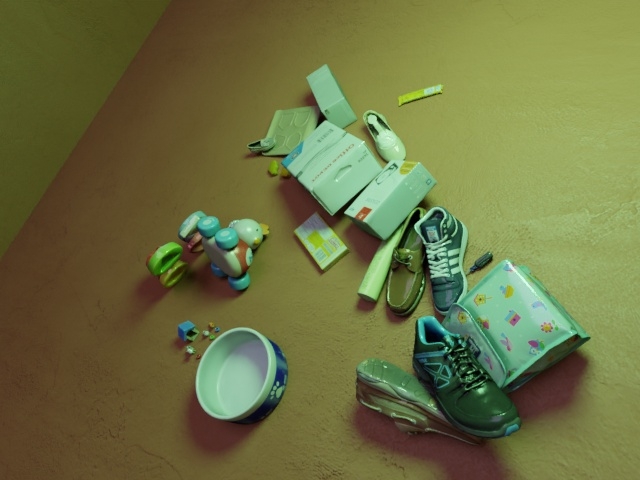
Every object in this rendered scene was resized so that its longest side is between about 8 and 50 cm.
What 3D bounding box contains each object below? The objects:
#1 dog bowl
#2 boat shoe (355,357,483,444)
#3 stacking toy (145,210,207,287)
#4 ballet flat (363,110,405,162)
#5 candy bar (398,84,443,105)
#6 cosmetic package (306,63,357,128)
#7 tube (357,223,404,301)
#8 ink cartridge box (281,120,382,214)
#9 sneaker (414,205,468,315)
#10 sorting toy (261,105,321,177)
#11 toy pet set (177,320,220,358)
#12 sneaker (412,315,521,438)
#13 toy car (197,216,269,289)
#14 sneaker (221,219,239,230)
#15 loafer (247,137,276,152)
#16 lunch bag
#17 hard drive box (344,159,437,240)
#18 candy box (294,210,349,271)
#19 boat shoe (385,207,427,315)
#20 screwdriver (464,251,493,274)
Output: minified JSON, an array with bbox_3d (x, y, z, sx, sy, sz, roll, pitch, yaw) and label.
[{"bbox_3d":[-0.232,0.399,1.391,0.265,0.104,0.264,-15,55,23],"label":"dog bowl"},{"bbox_3d":[0.227,0.397,1.125,0.325,0.123,0.116,21,109,29],"label":"boat shoe"},{"bbox_3d":[-0.521,0.003,1.682,0.130,0.279,0.309,39,81,10],"label":"stacking toy"},{"bbox_3d":[0.209,-0.359,1.598,0.086,0.086,0.248,-32,51,11],"label":"ballet flat"},{"bbox_3d":[0.348,-0.509,1.646,0.162,0.018,0.040,-10,61,26],"label":"candy bar"},{"bbox_3d":[0.041,-0.537,1.779,0.107,0.127,0.237,-32,52,12],"label":"cosmetic package"},{"bbox_3d":[0.181,0.061,1.375,0.070,0.062,0.240,13,70,33],"label":"tube"},{"bbox_3d":[0.029,-0.248,1.563,0.223,0.129,0.307,-42,34,1],"label":"ink cartridge box"},{"bbox_3d":[0.313,0.044,1.234,0.099,0.153,0.282,-12,53,39],"label":"sneaker"},{"bbox_3d":[-0.128,-0.383,1.850,0.229,0.041,0.307,8,74,38],"label":"sorting toy"},{"bbox_3d":[-0.422,0.313,1.583,0.114,0.065,0.122,25,77,39],"label":"toy pet set"},{"bbox_3d":[0.295,0.291,1.033,0.125,0.139,0.341,-16,22,-16],"label":"sneaker"},{"bbox_3d":[-0.264,0.003,1.625,0.238,0.219,0.210,-34,44,-29],"label":"toy car"},{"bbox_3d":[-0.327,-0.027,1.753,0.098,0.038,0.069,-39,51,17],"label":"sneaker"},{"bbox_3d":[-0.234,-0.380,1.868,0.125,0.039,0.045,-14,62,30],"label":"loafer"},{"bbox_3d":[0.420,0.210,1.081,0.262,0.160,0.223,-46,51,23],"label":"lunch bag"},{"bbox_3d":[0.205,-0.126,1.410,0.232,0.089,0.181,-49,21,-4],"label":"hard drive box"},{"bbox_3d":[0.000,0.000,1.543,0.105,0.027,0.206,-39,50,2],"label":"candy box"},{"bbox_3d":[0.239,0.053,1.315,0.111,0.104,0.307,4,65,33],"label":"boat shoe"},{"bbox_3d":[0.392,0.089,1.264,0.170,0.025,0.024,-43,50,13],"label":"screwdriver"}]
